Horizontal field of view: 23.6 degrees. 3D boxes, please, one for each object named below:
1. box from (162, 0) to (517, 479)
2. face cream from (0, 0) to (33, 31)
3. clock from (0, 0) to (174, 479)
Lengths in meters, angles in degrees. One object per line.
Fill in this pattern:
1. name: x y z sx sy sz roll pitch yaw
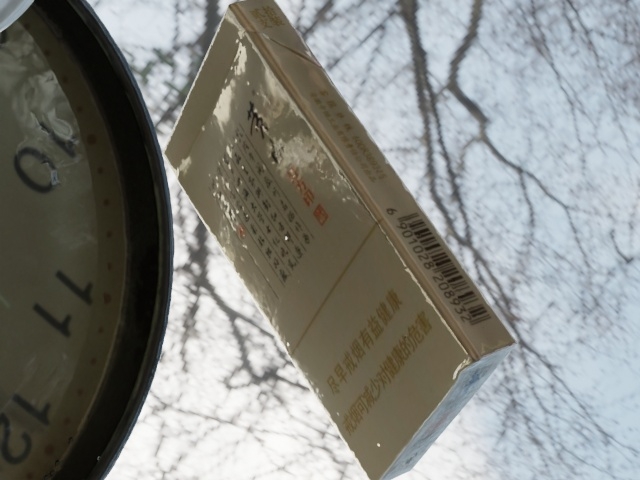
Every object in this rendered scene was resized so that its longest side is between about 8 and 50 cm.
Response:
1. box: 0.000 -0.001 1.253 0.365 0.051 0.204 56 -38 21
2. face cream: -0.126 -0.117 0.345 0.051 0.072 0.182 -44 -113 8
3. clock: -0.241 0.009 0.711 0.076 0.386 0.386 4 -108 52
